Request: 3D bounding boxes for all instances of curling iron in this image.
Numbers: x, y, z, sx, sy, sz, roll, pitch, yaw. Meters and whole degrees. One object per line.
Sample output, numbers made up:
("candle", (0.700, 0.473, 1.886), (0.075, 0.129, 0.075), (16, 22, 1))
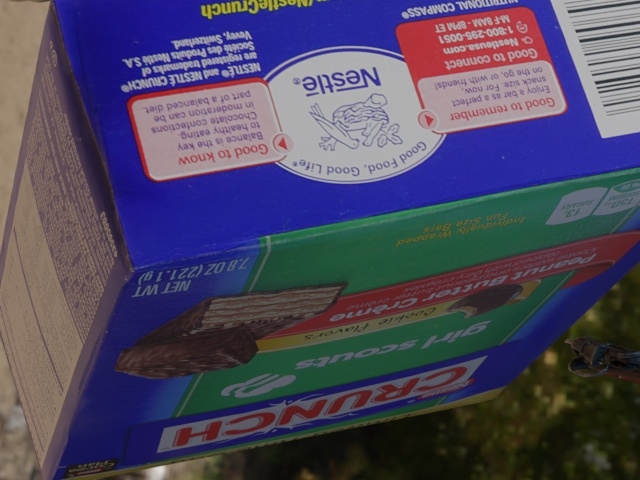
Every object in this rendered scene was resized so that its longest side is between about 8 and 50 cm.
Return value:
("curling iron", (0.333, 0.125, 1.313), (0.068, 0.274, 0.035), (-2, 104, -72))

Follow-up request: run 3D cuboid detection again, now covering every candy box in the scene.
("candy box", (0.000, 0.000, 0.731), (0.317, 0.268, 0.122), (123, -47, -63))

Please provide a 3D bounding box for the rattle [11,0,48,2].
("rattle", (-0.317, -0.270, 1.339), (0.143, 0.200, 0.130), (-40, 154, -38))
